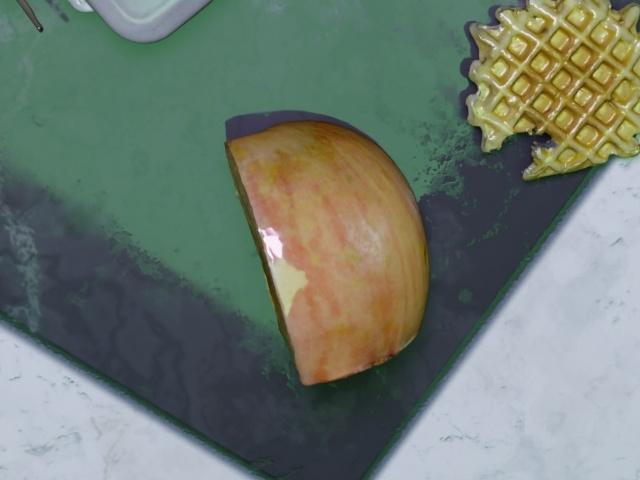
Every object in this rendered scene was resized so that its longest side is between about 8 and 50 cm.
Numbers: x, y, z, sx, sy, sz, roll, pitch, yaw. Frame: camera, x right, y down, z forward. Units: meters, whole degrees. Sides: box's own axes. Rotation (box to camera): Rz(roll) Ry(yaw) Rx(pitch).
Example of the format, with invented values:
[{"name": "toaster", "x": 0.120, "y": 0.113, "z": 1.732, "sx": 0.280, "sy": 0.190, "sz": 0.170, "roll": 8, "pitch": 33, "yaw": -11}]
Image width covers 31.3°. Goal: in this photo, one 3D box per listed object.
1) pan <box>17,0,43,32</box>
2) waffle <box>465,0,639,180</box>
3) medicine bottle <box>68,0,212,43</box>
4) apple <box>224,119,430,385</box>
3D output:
[{"name": "pan", "x": -0.397, "y": -0.349, "z": 1.411, "sx": 0.048, "sy": 0.128, "sz": 0.202, "roll": -41, "pitch": 107, "yaw": -8}, {"name": "waffle", "x": 0.321, "y": -0.210, "z": 1.532, "sx": 0.261, "sy": 0.056, "sz": 0.250, "roll": -10, "pitch": 104, "yaw": 0}, {"name": "medicine bottle", "x": -0.250, "y": -0.442, "z": 1.393, "sx": 0.282, "sy": 0.123, "sz": 0.375, "roll": -38, "pitch": 101, "yaw": 10}, {"name": "apple", "x": 0.000, "y": 0.000, "z": 1.489, "sx": 0.252, "sy": 0.314, "sz": 0.309, "roll": 1, "pitch": 109, "yaw": 39}]
